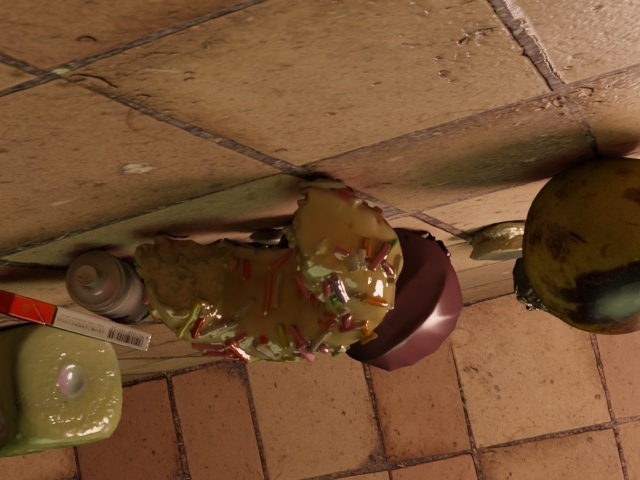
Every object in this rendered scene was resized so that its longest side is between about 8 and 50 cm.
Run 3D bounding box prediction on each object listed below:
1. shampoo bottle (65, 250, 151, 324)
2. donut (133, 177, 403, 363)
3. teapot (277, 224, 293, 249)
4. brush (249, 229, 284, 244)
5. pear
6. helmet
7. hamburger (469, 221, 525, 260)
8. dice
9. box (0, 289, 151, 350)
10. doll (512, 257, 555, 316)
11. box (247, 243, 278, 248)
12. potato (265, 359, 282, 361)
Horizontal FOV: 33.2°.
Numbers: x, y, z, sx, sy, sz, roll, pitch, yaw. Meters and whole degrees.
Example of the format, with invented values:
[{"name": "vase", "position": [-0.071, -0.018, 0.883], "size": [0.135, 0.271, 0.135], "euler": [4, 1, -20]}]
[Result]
[{"name": "shampoo bottle", "position": [-0.317, 0.072, 1.621], "size": [0.092, 0.092, 0.303], "euler": [-11, 171, 0]}, {"name": "donut", "position": [-0.055, 0.062, 1.493], "size": [0.371, 0.150, 0.307], "euler": [-18, 146, 28]}, {"name": "teapot", "position": [-0.006, -0.006, 1.631], "size": [0.092, 0.124, 0.091], "euler": [29, 149, -4]}, {"name": "brush", "position": [0.000, 0.000, 1.734], "size": [0.299, 0.042, 0.039], "euler": [-1, -161, -45]}, {"name": "pear", "position": [0.444, 0.010, 1.614], "size": [0.283, 0.284, 0.283], "euler": [-11, 171, -2]}, {"name": "helmet", "position": [0.148, 0.127, 1.965], "size": [0.271, 0.197, 0.338], "euler": [-41, 158, 8]}, {"name": "hamburger", "position": [0.362, 0.004, 2.126], "size": [0.133, 0.063, 0.140], "euler": [-4, 171, -17]}, {"name": "dice", "position": [-0.574, 0.305, 2.206], "size": [0.254, 0.252, 0.249], "euler": [1, 164, -46]}, {"name": "box", "position": [-0.395, 0.120, 1.647], "size": [0.245, 0.035, 0.139], "euler": [22, 170, -42]}, {"name": "doll", "position": [0.557, 0.065, 2.283], "size": [0.349, 0.247, 0.247], "euler": [5, 162, -41]}, {"name": "box", "position": [-0.137, 0.027, 1.785], "size": [0.126, 0.027, 0.125], "euler": [-9, 173, -23]}, {"name": "potato", "position": [-0.066, 0.150, 2.107], "size": [0.253, 0.186, 0.148], "euler": [-5, 154, -14]}]
